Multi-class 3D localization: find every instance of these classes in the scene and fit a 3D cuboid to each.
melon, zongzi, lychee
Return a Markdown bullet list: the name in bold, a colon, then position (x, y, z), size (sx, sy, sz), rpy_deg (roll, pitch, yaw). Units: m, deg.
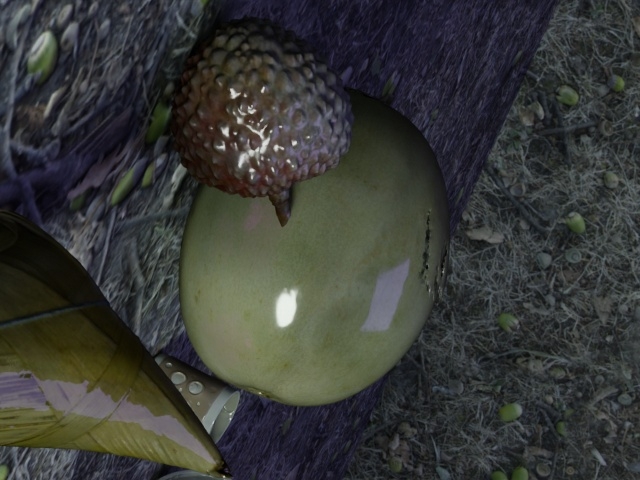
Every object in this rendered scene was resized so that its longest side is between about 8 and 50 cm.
- **melon**: position (0.000, 0.000, 1.526), size (0.268, 0.269, 0.330), rpy_deg (68, 43, -74)
- **zongzi**: position (-0.197, 0.121, 1.040), size (0.115, 0.256, 0.228), rpy_deg (-40, -179, 35)
- **lychee**: position (-0.050, -0.100, 1.343), size (0.165, 0.165, 0.197), rpy_deg (-39, 120, -61)

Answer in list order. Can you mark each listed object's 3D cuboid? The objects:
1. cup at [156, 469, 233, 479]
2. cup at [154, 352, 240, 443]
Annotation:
- **cup**: position (-0.191, 0.408, 1.947), size (0.202, 0.221, 0.166), rpy_deg (104, -16, -56)
- **cup**: position (-0.142, 0.160, 1.665), size (0.102, 0.099, 0.074), rpy_deg (-66, 168, 12)
